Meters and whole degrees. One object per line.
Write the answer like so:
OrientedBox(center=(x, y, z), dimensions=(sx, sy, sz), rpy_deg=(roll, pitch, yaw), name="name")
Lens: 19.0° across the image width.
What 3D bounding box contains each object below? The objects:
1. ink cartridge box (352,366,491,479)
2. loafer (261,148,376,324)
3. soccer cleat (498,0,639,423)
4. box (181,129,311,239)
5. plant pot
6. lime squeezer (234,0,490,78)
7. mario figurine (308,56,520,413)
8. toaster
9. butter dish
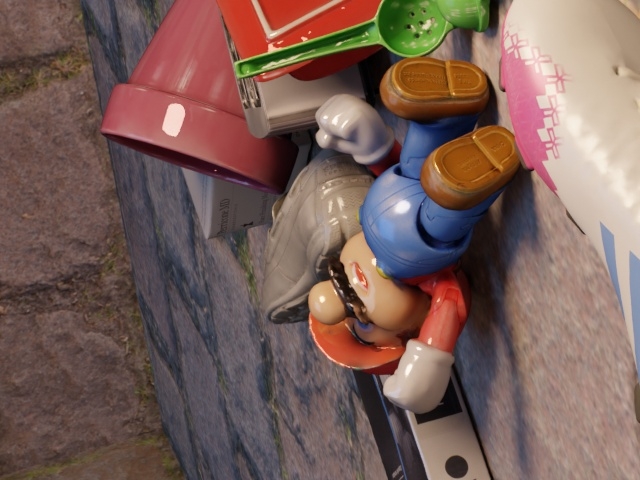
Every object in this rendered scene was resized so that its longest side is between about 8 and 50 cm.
OrientedBox(center=(0.095, 0.179, 1.803), dimensions=(0.165, 0.065, 0.332), rpy_deg=(112, 140, -69), name="ink cartridge box")
OrientedBox(center=(0.000, 0.000, 1.923), dimensions=(0.319, 0.112, 0.111), rpy_deg=(124, 135, -64), name="loafer")
OrientedBox(center=(0.205, -0.013, 1.031), dimensions=(0.143, 0.116, 0.331), rpy_deg=(-42, 65, 58), name="soccer cleat")
OrientedBox(center=(-0.098, -0.128, 2.152), dimensions=(0.181, 0.119, 0.182), rpy_deg=(100, 152, -64), name="box")
OrientedBox(center=(-0.102, -0.160, 1.933), dimensions=(0.201, 0.201, 0.180), rpy_deg=(-177, 106, -77), name="plant pot")
OrientedBox(center=(0.073, -0.176, 1.408), dimensions=(0.310, 0.110, 0.059), rpy_deg=(-16, 71, 48), name="lime squeezer")
OrientedBox(center=(0.050, 0.008, 1.525), dimensions=(0.320, 0.170, 0.198), rpy_deg=(105, -177, -52), name="mario figurine")
OrientedBox(center=(-0.021, -0.177, 1.751), dimensions=(0.168, 0.110, 0.185), rpy_deg=(-155, 51, -81), name="toaster")
OrientedBox(center=(0.006, -0.198, 1.613), dimensions=(0.118, 0.160, 0.160), rpy_deg=(53, -169, -54), name="butter dish")
